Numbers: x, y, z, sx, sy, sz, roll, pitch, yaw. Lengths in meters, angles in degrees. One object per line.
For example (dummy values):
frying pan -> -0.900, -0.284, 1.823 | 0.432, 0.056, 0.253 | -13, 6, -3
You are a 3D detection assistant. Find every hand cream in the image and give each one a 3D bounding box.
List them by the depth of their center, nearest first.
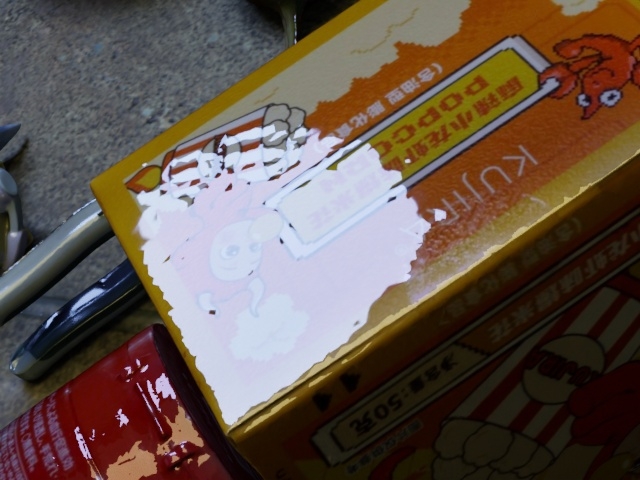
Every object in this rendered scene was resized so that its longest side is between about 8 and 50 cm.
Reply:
hand cream -> -0.087, 0.154, 0.734 | 0.125, 0.193, 0.193 | -33, 45, 0

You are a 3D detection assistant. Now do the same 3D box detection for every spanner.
spanner -> -0.109, -0.023, 0.960 | 0.325, 0.095, 0.040 | -38, 46, -6

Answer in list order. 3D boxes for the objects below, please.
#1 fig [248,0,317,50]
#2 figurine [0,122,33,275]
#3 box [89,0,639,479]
fig -> -0.028, -0.256, 1.091 | 0.202, 0.148, 0.149 | 49, 123, 11
figurine -> -0.299, -0.047, 1.058 | 0.128, 0.184, 0.208 | -29, 8, 12
box -> 0.082, 0.026, 0.707 | 0.283, 0.259, 0.214 | -35, 48, -3
